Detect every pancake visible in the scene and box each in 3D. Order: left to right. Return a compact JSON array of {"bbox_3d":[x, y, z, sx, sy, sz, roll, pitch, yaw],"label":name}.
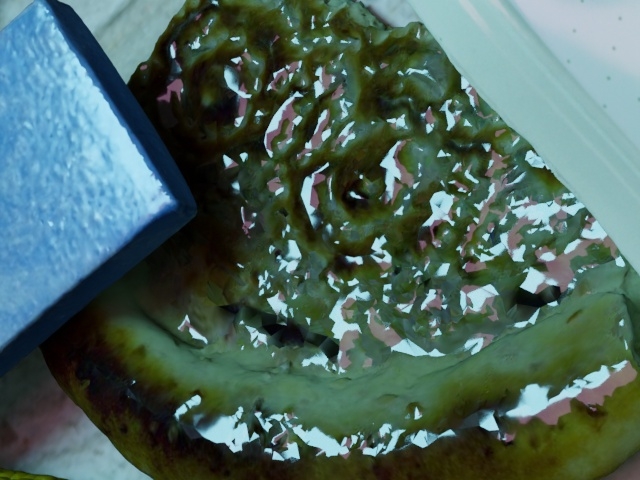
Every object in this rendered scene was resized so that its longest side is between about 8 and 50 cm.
[{"bbox_3d":[-0.003,0.005,0.859,0.426,0.067,0.305,32,99,34],"label":"pancake"}]

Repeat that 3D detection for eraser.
[{"bbox_3d":[-0.214,0.018,0.914,0.312,0.042,0.144,-39,74,20],"label":"eraser"}]

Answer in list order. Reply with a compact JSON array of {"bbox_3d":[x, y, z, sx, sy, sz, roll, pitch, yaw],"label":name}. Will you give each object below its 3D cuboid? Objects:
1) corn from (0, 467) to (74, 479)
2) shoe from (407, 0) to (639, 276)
[{"bbox_3d":[-0.150,0.175,0.915,0.261,0.097,0.097,0,84,32],"label":"corn"},{"bbox_3d":[0.155,-0.100,0.678,0.160,0.132,0.363,-39,84,33],"label":"shoe"}]
